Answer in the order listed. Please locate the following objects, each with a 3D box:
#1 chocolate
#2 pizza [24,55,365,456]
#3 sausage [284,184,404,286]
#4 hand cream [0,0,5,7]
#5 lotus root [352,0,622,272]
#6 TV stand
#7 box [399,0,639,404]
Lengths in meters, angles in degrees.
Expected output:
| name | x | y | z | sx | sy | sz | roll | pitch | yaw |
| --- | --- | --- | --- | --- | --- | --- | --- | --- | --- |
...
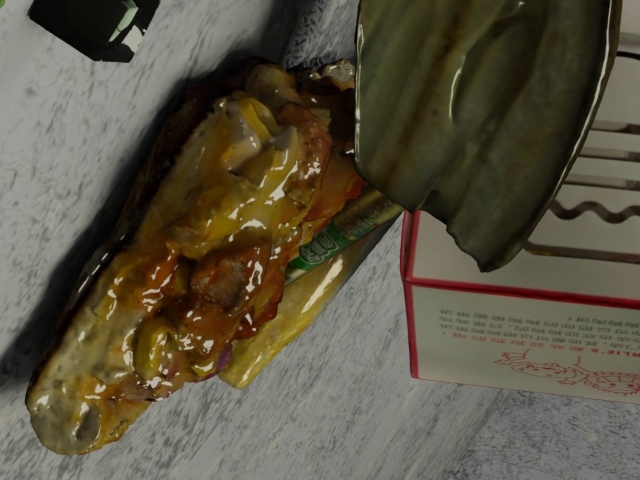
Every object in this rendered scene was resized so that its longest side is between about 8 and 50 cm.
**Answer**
| name | x | y | z | sx | sy | sz | roll | pitch | yaw |
| --- | --- | --- | --- | --- | --- | --- | --- | --- | --- |
| chocolate | -0.020 | 0.029 | 1.602 | 0.219 | 0.086 | 0.085 | -52 | 166 | 3 |
| pizza | -0.060 | -0.011 | 1.318 | 0.409 | 0.114 | 0.277 | -49 | 170 | -40 |
| sausage | 0.000 | 0.000 | 1.482 | 0.269 | 0.033 | 0.033 | -33 | -173 | 48 |
| hand cream | -0.175 | -0.119 | 0.822 | 0.175 | 0.046 | 0.095 | -37 | 154 | -55 |
| lotus root | 0.113 | -0.153 | 1.257 | 0.142 | 0.210 | 0.314 | -33 | 142 | -56 |
| TV stand | -0.066 | -0.212 | 0.962 | 0.256 | 0.049 | 0.040 | -59 | 164 | 15 |
| box | 0.231 | -0.044 | 1.568 | 0.312 | 0.314 | 0.300 | 78 | 19 | -70 |
